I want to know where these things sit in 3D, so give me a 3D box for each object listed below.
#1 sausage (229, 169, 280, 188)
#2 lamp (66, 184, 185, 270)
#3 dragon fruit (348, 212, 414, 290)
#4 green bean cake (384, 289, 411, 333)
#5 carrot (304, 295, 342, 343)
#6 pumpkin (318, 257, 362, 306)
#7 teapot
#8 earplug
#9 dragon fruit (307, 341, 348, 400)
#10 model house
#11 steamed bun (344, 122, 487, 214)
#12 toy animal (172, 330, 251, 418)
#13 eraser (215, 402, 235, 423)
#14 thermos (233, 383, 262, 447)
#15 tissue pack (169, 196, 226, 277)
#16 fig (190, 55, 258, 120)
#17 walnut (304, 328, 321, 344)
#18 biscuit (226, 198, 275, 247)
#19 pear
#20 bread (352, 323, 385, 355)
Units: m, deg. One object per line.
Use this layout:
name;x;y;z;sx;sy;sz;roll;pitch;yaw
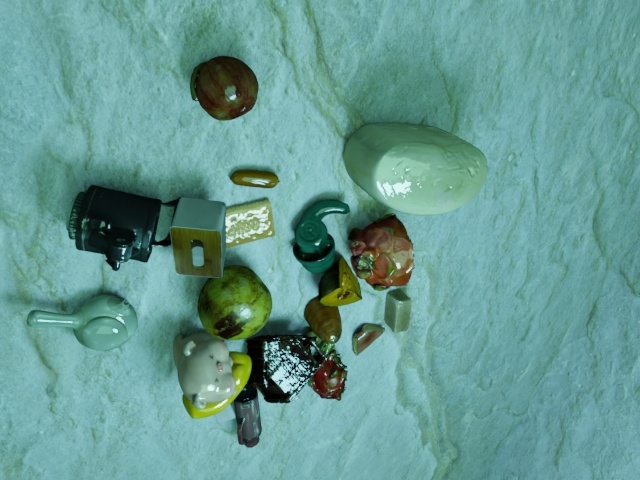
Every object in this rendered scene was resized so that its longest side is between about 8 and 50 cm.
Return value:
sausage;-0.226;-0.217;1.562;0.183;0.054;0.062;5;85;-23
lamp;-0.623;-0.056;1.372;0.272;0.374;0.205;20;109;1
dragon fruit;0.221;0.055;1.765;0.225;0.305;0.305;-10;119;-10
green bean cake;0.358;0.328;2.056;0.085;0.109;0.179;-9;118;-18
carrot;0.032;0.345;1.861;0.159;0.225;0.159;-7;114;-16
pumpkin;0.053;0.169;1.818;0.148;0.169;0.312;-23;158;12
teapot;-0.796;0.294;1.515;0.318;0.149;0.220;-6;116;-22
earplug;-0.003;-0.005;1.732;0.257;0.164;0.280;-51;147;-38
dragon fruit;0.052;0.596;2.027;0.200;0.198;0.269;22;91;-19
model house;-0.191;0.493;1.864;0.282;0.317;0.297;44;59;-12
steamed bun;0.336;-0.246;1.604;0.455;0.371;0.290;-2;117;-19
toy animal;-0.404;0.447;1.625;0.277;0.345;0.247;-17;145;-8
eraser;-0.436;0.616;1.847;0.086;0.130;0.287;-19;122;-11
thermos;-0.322;0.815;1.991;0.109;0.136;0.330;-6;118;-10
tissue pack;-0.399;-0.006;1.477;0.159;0.136;0.246;5;139;-7
fig;-0.292;-0.467;1.341;0.205;0.205;0.205;-10;118;-19
walnut;-0.032;0.426;1.954;0.092;0.092;0.092;-10;118;-19
biscuit;-0.293;-0.055;1.628;0.249;0.030;0.160;-14;120;-16
pear;-0.318;0.231;1.624;0.283;0.283;0.284;-10;118;-19
bread;0.208;0.448;2.076;0.192;0.067;0.119;-40;132;1
